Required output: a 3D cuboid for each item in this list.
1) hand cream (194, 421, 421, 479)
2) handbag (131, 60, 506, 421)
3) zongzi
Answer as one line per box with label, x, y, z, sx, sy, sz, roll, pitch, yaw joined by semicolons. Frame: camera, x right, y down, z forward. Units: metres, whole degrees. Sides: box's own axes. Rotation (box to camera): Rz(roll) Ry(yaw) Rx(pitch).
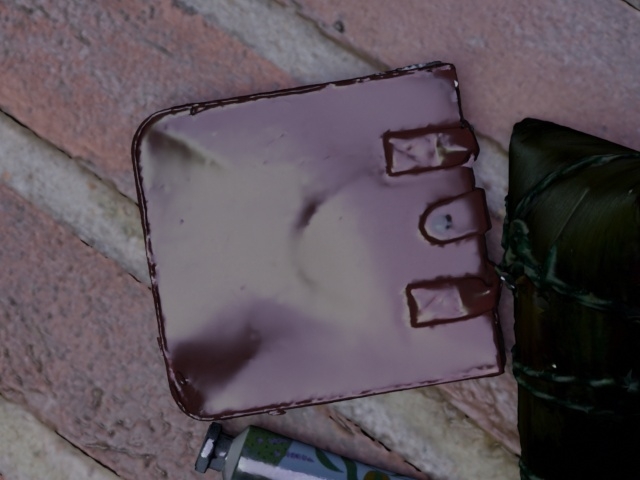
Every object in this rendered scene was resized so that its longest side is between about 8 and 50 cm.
hand cream;0.033;0.210;1.342;0.271;0.058;0.091;21;97;-1
handbag;0.000;0.000;1.324;0.276;0.084;0.260;-8;89;5
zongzi;0.309;0.084;1.242;0.362;0.319;0.383;-10;109;-5
